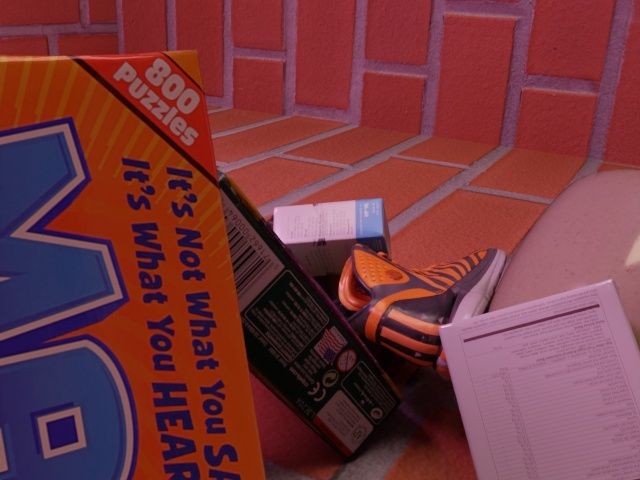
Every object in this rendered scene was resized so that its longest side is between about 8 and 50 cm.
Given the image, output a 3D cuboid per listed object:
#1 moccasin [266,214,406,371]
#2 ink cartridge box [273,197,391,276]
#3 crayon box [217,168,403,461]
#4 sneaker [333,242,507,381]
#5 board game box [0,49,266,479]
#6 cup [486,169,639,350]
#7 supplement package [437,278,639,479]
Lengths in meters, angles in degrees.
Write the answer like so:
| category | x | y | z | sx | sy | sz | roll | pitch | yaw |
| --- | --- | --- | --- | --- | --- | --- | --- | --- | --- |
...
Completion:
| category | x | y | z | sx | sy | sz | roll | pitch | yaw |
| --- | --- | --- | --- | --- | --- | --- | --- | --- | --- |
| moccasin | 0.025 | 0.060 | 1.050 | 0.147 | 0.139 | 0.380 | -8 | 23 | -29 |
| ink cartridge box | 0.000 | 0.000 | 0.925 | 0.180 | 0.104 | 0.060 | -4 | 62 | 9 |
| crayon box | -0.107 | 0.047 | 0.781 | 0.106 | 0.363 | 0.313 | -46 | 37 | -12 |
| sneaker | 0.123 | 0.052 | 0.866 | 0.180 | 0.124 | 0.321 | 21 | 15 | 16 |
| board game box | -0.279 | 0.100 | 0.449 | 0.357 | 0.356 | 0.356 | -10 | 4 | -31 |
| cup | 0.299 | 0.128 | 0.722 | 0.237 | 0.331 | 0.331 | -37 | 36 | -19 |
| supplement package | 0.196 | 0.174 | 0.531 | 0.139 | 0.243 | 0.134 | -18 | -21 | 17 |
